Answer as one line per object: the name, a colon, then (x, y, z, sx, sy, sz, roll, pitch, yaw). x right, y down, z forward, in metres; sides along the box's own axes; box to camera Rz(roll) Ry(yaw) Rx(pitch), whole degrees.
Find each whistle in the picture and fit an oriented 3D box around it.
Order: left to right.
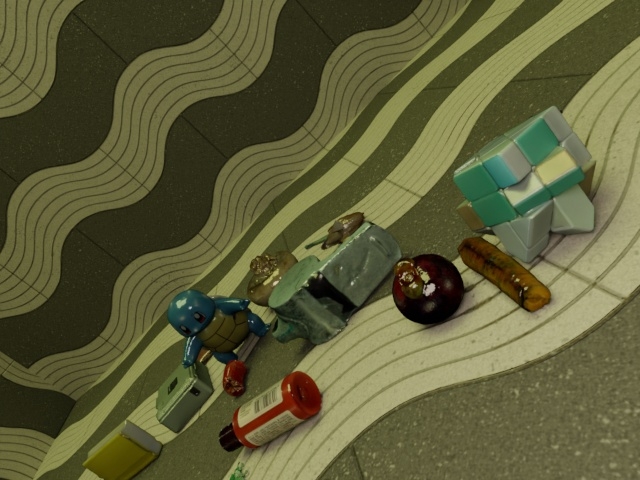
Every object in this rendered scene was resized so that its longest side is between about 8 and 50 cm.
whistle: (0.029, 0.124, 1.243, 0.404, 0.168, 0.188, -37, 20, 29)

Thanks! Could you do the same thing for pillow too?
pillow: (-0.447, 0.421, 1.890, 0.232, 0.043, 0.126, -52, 19, -14)

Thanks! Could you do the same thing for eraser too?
eraser: (-0.654, 0.709, 1.550, 0.226, 0.158, 0.069, -42, 16, 17)

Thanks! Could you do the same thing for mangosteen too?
mangosteen: (0.209, 0.091, 0.942, 0.152, 0.152, 0.152, -41, 18, 17)

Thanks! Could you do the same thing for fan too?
fan: (0.000, 0.000, 1.831, 0.193, 0.016, 0.038, -25, 25, 47)

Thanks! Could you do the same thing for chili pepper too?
chili pepper: (-0.263, 0.419, 1.437, 0.123, 0.073, 0.070, -98, 21, -71)

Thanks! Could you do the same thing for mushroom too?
mushroom: (-0.178, 0.133, 1.685, 0.226, 0.178, 0.226, -37, 30, 26)

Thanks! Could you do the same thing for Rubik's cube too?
Rubik's cube: (0.392, -0.099, 0.864, 0.224, 0.213, 0.265, -37, 3, -21)

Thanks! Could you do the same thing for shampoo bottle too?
shampoo bottle: (-0.130, 0.411, 1.087, 0.278, 0.104, 0.104, -38, 20, 24)

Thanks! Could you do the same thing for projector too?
projector: (-0.488, 0.533, 1.651, 0.192, 0.099, 0.256, -50, 18, -8)

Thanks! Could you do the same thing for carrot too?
carrot: (0.333, 0.056, 0.875, 0.070, 0.070, 0.260, -44, 20, 8)

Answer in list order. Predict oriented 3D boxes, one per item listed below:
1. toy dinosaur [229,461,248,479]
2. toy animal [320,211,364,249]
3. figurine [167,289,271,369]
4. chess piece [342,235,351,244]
toy dinosaur: (-0.193, 0.547, 1.077, 0.062, 0.021, 0.083, -51, 13, 9)
toy animal: (0.079, -0.038, 1.641, 0.188, 0.089, 0.179, -39, 2, 23)
figurine: (-0.322, 0.283, 1.574, 0.298, 0.243, 0.416, -39, -21, 8)
chess piece: (0.090, 0.055, 1.446, 0.060, 0.060, 0.172, -37, 23, 28)
